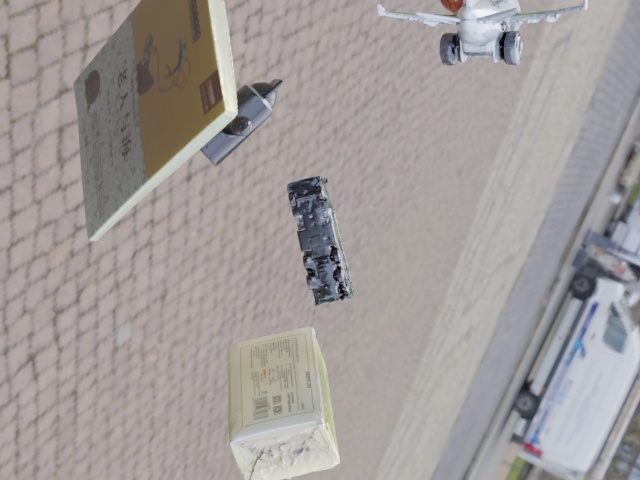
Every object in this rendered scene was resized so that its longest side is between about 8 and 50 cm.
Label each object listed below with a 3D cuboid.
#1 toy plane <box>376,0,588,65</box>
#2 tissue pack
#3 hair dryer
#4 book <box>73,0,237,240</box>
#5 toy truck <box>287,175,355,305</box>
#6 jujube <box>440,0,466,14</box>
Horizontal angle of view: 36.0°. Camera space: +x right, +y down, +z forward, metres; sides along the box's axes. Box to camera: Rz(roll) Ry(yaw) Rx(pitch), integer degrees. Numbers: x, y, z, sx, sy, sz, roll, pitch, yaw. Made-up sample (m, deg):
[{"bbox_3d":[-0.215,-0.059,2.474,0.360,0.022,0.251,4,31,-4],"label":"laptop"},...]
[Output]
[{"bbox_3d":[0.205,-0.266,1.214,0.255,0.251,0.101,-22,114,-67],"label":"toy plane"},{"bbox_3d":[-0.066,0.272,1.635,0.234,0.159,0.125,-100,174,-54],"label":"tissue pack"},{"bbox_3d":[-0.127,-0.215,1.714,0.195,0.078,0.248,-43,-165,-3],"label":"hair dryer"},{"bbox_3d":[-0.232,-0.191,1.302,0.032,0.269,0.389,7,152,-37],"label":"book"},{"bbox_3d":[0.000,0.000,2.025,0.121,0.088,0.259,-7,84,-82],"label":"toy truck"},{"bbox_3d":[0.225,-0.442,1.537,0.112,0.109,0.176,-8,94,-29],"label":"jujube"}]
